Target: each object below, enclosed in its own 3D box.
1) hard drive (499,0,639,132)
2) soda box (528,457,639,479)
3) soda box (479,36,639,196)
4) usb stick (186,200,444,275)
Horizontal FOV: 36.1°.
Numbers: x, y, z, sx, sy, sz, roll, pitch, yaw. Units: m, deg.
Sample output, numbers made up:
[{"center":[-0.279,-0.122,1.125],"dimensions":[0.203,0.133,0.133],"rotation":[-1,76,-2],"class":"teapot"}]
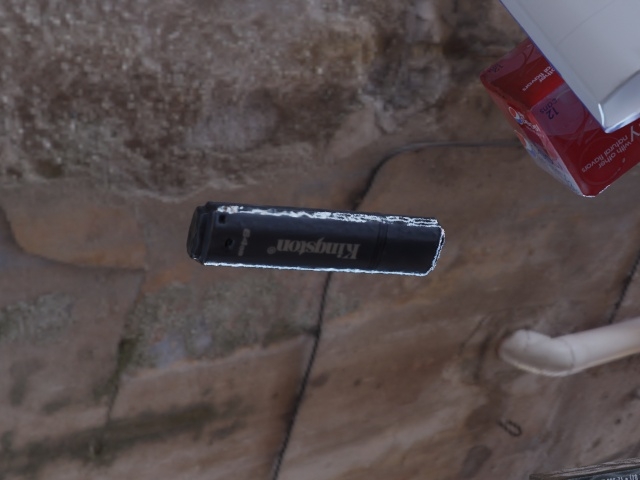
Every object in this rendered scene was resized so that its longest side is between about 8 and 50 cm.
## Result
[{"center":[0.122,-0.226,0.432],"dimensions":[0.210,0.040,0.318],"rotation":[-34,-117,7],"class":"hard drive"},{"center":[0.169,0.102,0.366],"dimensions":[0.060,0.169,0.053],"rotation":[78,4,-78],"class":"soda box"},{"center":[0.244,-0.149,0.658],"dimensions":[0.263,0.092,0.083],"rotation":[-39,-151,3],"class":"soda box"},{"center":[0.000,0.000,1.040],"dimensions":[0.045,0.278,0.077],"rotation":[-109,-149,-46],"class":"usb stick"}]
